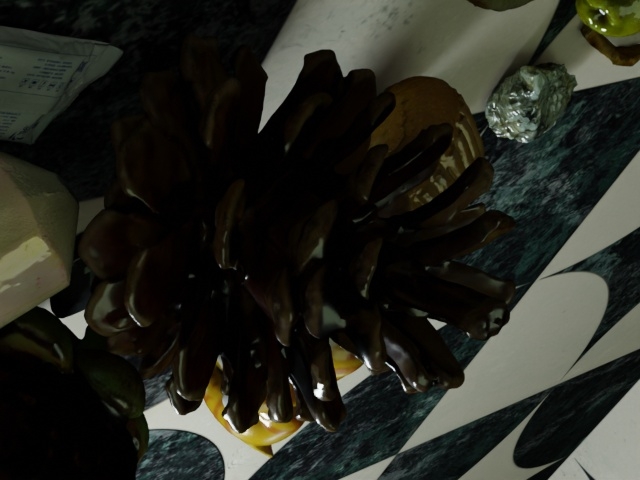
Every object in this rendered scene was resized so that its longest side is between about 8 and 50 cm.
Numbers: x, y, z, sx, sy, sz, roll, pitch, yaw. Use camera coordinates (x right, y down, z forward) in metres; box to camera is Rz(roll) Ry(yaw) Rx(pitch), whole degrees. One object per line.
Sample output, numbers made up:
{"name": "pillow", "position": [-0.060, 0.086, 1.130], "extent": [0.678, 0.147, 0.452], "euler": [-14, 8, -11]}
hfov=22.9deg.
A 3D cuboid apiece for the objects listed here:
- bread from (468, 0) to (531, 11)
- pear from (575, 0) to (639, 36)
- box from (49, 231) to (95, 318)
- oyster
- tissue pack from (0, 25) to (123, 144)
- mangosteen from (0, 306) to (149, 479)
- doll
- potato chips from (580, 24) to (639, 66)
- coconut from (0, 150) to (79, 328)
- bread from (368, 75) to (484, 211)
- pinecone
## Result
{"name": "bread", "position": [0.213, -0.321, 1.562], "extent": [0.236, 0.070, 0.236], "euler": [-32, 159, -14]}
{"name": "pear", "position": [0.349, -0.288, 1.800], "extent": [0.131, 0.107, 0.107], "euler": [-41, 161, -25]}
{"name": "box", "position": [-0.221, 0.025, 1.624], "extent": [0.126, 0.027, 0.125], "euler": [-29, 156, -21]}
{"name": "oyster", "position": [0.261, -0.171, 1.944], "extent": [0.125, 0.064, 0.177], "euler": [-53, 154, 22]}
{"name": "tissue pack", "position": [-0.258, -0.124, 1.277], "extent": [0.122, 0.026, 0.193], "euler": [-48, 156, 23]}
{"name": "mangosteen", "position": [-0.303, 0.226, 1.563], "extent": [0.311, 0.311, 0.311], "euler": [-32, 157, -15]}
{"name": "doll", "position": [-0.043, 0.139, 1.948], "extent": [0.269, 0.167, 0.162], "euler": [-44, 156, 21]}
{"name": "potato chips", "position": [0.369, -0.247, 2.007], "extent": [0.037, 0.026, 0.204], "euler": [-50, 155, 18]}
{"name": "coconut", "position": [-0.275, -0.005, 1.330], "extent": [0.152, 0.147, 0.147], "euler": [-34, 158, -15]}
{"name": "bread", "position": [0.084, -0.061, 1.676], "extent": [0.240, 0.139, 0.240], "euler": [-51, -162, 24]}
{"name": "pinecone", "position": [0.000, 0.000, 1.403], "extent": [0.384, 0.384, 0.384], "euler": [-32, 157, -15]}
